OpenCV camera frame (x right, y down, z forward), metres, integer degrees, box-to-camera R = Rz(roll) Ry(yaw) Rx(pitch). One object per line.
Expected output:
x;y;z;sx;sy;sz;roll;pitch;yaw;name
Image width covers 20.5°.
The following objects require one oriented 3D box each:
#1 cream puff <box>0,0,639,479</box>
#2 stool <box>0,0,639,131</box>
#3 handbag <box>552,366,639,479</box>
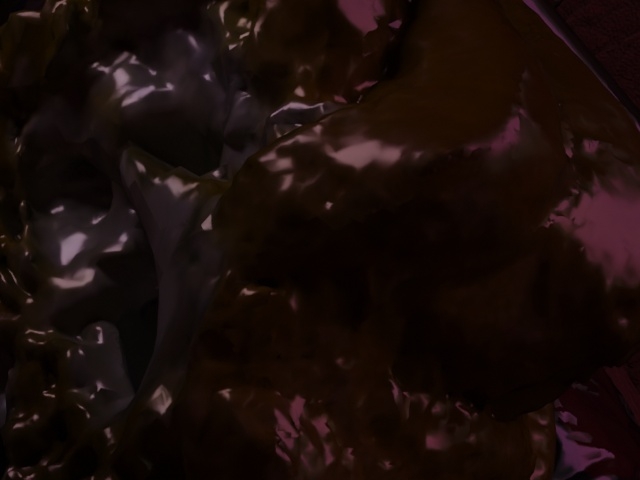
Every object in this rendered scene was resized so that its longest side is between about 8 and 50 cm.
0.003;0.025;0.689;0.274;0.269;0.323;50;14;-55;cream puff
0.004;-0.119;0.962;0.226;0.310;0.310;53;13;-31;stool
0.103;0.120;1.069;0.181;0.181;0.254;65;11;23;handbag
